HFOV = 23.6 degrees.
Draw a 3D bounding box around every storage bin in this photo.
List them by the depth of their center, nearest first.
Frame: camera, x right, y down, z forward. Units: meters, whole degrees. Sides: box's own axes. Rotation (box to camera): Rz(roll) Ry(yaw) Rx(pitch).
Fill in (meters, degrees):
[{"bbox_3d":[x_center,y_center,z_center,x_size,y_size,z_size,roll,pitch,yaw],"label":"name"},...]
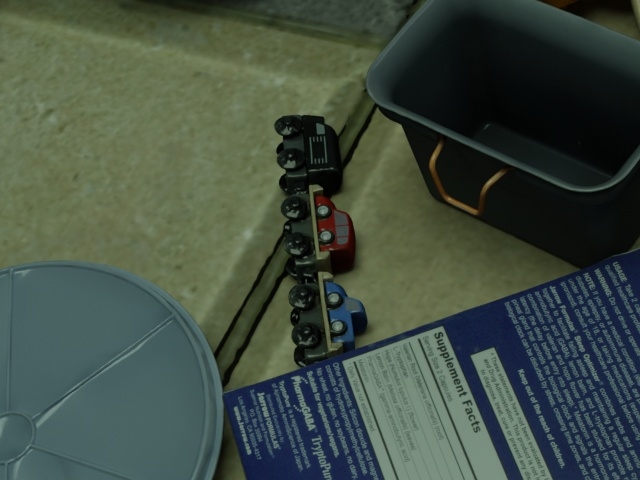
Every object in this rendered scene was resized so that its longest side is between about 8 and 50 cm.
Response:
[{"bbox_3d":[0.096,-0.041,0.705,0.135,0.091,0.098,27,66,31],"label":"storage bin"}]

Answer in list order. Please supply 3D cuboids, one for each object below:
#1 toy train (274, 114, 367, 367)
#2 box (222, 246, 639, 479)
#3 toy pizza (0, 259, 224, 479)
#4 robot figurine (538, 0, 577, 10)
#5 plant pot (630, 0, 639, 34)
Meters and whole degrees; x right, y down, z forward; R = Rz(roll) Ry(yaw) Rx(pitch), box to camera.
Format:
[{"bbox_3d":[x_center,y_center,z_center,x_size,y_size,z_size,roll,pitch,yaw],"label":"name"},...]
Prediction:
[{"bbox_3d":[0.000,0.000,0.744,0.036,0.027,0.158,-5,53,-1],"label":"toy train"},{"bbox_3d":[0.083,0.088,0.648,0.225,0.036,0.136,-20,52,0],"label":"box"},{"bbox_3d":[-0.139,0.098,0.707,0.201,0.032,0.201,-7,55,10],"label":"toy pizza"},{"bbox_3d":[0.191,-0.235,0.823,0.291,0.085,0.211,-30,53,-6],"label":"robot figurine"},{"bbox_3d":[0.298,-0.153,0.659,0.254,0.237,0.237,-6,50,-19],"label":"plant pot"}]
